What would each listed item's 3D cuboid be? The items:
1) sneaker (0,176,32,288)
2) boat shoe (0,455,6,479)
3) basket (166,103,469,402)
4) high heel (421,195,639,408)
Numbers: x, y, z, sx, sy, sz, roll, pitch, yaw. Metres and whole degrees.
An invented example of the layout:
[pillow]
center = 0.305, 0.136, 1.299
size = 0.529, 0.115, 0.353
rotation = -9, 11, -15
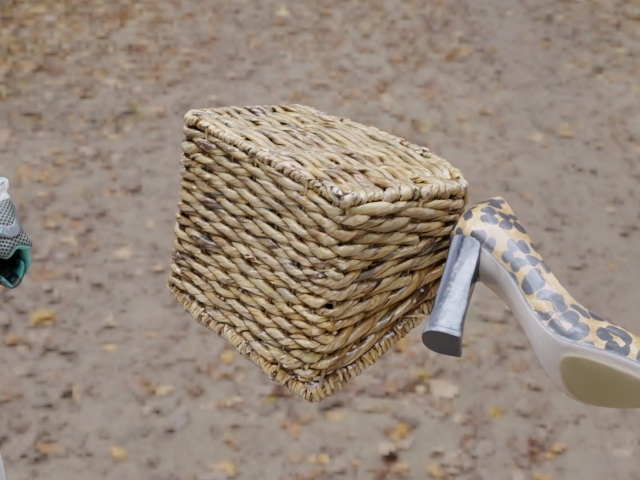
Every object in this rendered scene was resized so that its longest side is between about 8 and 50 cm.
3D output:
[sneaker]
center = -0.288, 0.017, 1.082
size = 0.065, 0.166, 0.076
rotation = -29, 76, -29
[boat shoe]
center = -0.522, 0.238, 1.662
size = 0.127, 0.341, 0.158
rotation = -23, 3, -21
[basket]
center = 0.000, 0.000, 1.309
size = 0.213, 0.223, 0.299
rotation = -7, 24, -38
[high heel]
center = 0.238, 0.049, 1.149
size = 0.261, 0.093, 0.186
rotation = 16, 53, 10
